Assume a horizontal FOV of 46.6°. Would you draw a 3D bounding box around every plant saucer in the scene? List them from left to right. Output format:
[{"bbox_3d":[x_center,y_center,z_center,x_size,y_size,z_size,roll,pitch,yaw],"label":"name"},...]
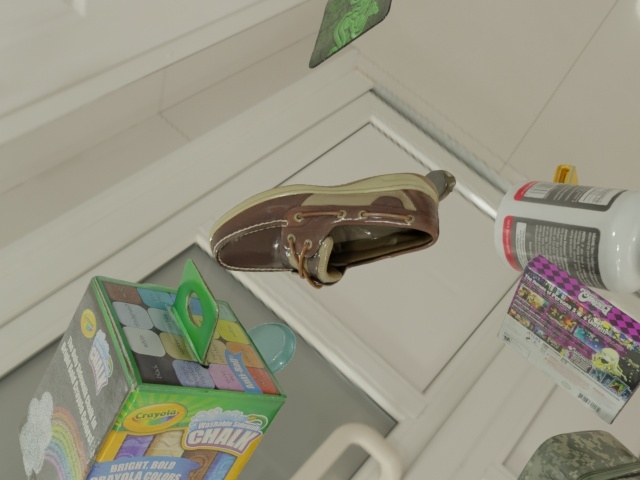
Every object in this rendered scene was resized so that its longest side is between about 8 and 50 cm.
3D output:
[{"bbox_3d":[-0.102,0.191,1.322,0.021,0.119,0.119,-133,29,-52],"label":"plant saucer"}]

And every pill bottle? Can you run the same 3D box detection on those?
[{"bbox_3d":[0.480,-0.006,1.294,0.318,0.176,0.176,13,128,48],"label":"pill bottle"}]

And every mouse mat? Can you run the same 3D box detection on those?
[{"bbox_3d":[0.051,-0.340,1.080,0.152,0.190,0.007,-26,129,37],"label":"mouse mat"}]

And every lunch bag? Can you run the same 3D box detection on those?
[{"bbox_3d":[0.436,0.490,1.189,0.256,0.212,0.305,47,121,44],"label":"lunch bag"}]

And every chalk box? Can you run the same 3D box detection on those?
[{"bbox_3d":[-0.127,0.119,0.583,0.213,0.132,0.132,-58,41,18],"label":"chalk box"}]

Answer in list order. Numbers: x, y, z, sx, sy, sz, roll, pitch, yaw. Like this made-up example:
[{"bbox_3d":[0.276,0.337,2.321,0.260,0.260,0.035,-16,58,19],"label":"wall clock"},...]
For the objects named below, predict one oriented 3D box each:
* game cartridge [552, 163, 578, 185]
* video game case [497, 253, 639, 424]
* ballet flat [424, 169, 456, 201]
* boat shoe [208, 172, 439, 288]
[{"bbox_3d":[0.605,0.012,1.885,0.052,0.285,0.324,11,156,27],"label":"game cartridge"},{"bbox_3d":[0.403,0.159,1.177,0.232,0.042,0.210,39,149,27],"label":"video game case"},{"bbox_3d":[0.192,-0.083,1.569,0.250,0.058,0.084,-31,68,46],"label":"ballet flat"},{"bbox_3d":[0.000,0.000,1.042,0.341,0.123,0.123,-9,133,10],"label":"boat shoe"}]
